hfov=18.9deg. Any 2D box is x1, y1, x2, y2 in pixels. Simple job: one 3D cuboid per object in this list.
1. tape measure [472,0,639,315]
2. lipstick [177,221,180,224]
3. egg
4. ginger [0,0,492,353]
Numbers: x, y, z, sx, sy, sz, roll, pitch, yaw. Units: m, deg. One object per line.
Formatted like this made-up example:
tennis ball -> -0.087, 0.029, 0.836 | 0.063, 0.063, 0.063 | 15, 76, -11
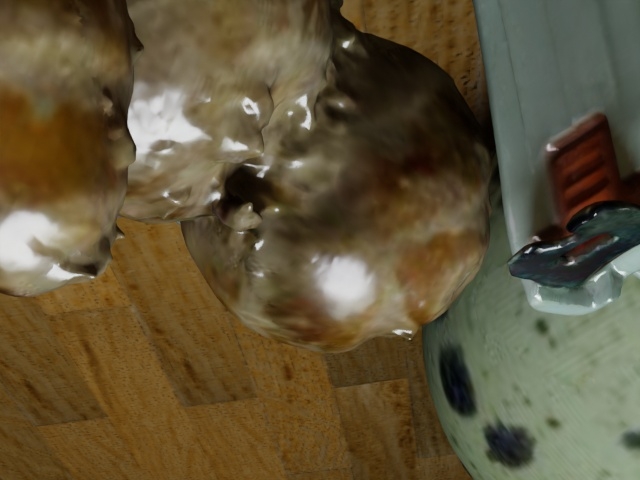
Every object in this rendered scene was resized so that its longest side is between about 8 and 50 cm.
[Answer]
tape measure -> 0.160, -0.084, 0.803 | 0.246, 0.243, 0.125 | 11, 151, -37
lipstick -> 0.000, 0.000, 1.103 | 0.068, 0.061, 0.274 | -18, 156, 24
egg -> 0.206, 0.042, 1.058 | 0.288, 0.287, 0.379 | -1, 171, -13
ginger -> -0.098, -0.077, 0.696 | 0.176, 0.256, 0.375 | -40, 154, 28
